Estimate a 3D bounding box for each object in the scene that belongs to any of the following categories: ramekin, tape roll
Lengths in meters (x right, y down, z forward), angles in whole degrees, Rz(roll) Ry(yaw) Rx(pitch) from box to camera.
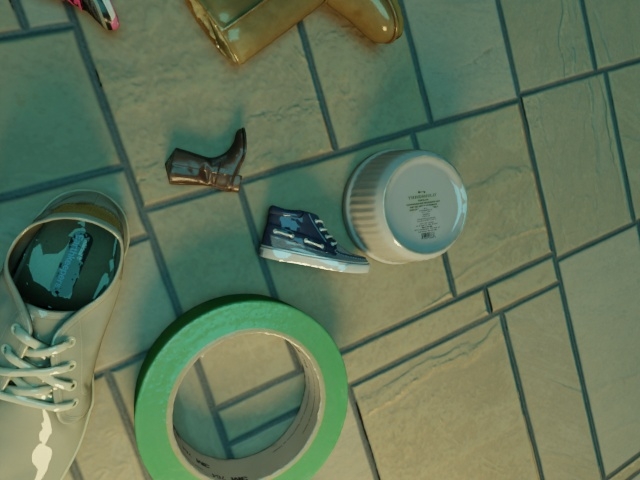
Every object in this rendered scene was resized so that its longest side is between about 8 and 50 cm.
[{"bbox_3d":[0.152,-0.059,0.805,0.207,0.109,0.207,-1,92,-22],"label":"ramekin"},{"bbox_3d":[-0.116,0.245,0.728,0.321,0.077,0.321,-1,92,-21],"label":"tape roll"}]

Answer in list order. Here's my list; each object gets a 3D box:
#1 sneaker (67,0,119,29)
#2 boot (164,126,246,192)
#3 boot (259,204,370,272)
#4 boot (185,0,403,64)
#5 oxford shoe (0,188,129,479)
[{"bbox_3d":[-0.344,-0.339,0.621,0.075,0.063,0.170,-45,102,-14],"label":"sneaker"},{"bbox_3d":[-0.173,-0.130,0.714,0.114,0.037,0.106,8,87,-17],"label":"boot"},{"bbox_3d":[0.000,0.000,0.767,0.190,0.069,0.086,11,91,-20],"label":"boot"},{"bbox_3d":[-0.033,-0.352,0.736,0.269,0.089,0.236,-40,95,-16],"label":"boot"},{"bbox_3d":[-0.360,0.148,0.600,0.169,0.130,0.449,18,87,-24],"label":"oxford shoe"}]
